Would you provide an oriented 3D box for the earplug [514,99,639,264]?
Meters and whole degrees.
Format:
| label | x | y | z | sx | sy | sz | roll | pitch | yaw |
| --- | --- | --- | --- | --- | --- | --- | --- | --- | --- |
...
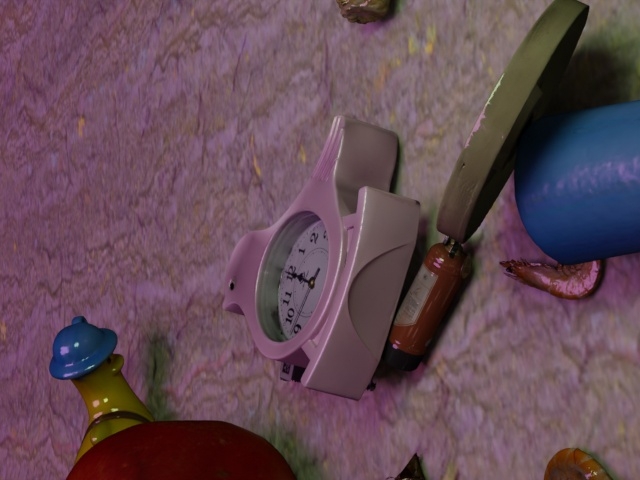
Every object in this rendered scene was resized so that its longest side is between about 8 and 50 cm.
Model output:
| label | x | y | z | sx | sy | sz | roll | pitch | yaw |
| --- | --- | --- | --- | --- | --- | --- | --- | --- | --- |
| earplug | 0.297 | -0.059 | 0.821 | 0.273 | 0.132 | 0.132 | -10 | 79 | 50 |

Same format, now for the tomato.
| label | x | y | z | sx | sy | sz | roll | pitch | yaw |
| --- | --- | --- | --- | --- | --- | --- | --- | --- | --- |
| tomato | -0.166 | 0.377 | 1.282 | 0.325 | 0.293 | 0.289 | -110 | 35 | -47 |

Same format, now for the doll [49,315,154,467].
| label | x | y | z | sx | sy | sz | roll | pitch | yaw |
| --- | --- | --- | --- | --- | --- | --- | --- | --- | --- |
| doll | -0.308 | 0.283 | 1.581 | 0.199 | 0.145 | 0.363 | 71 | 179 | -78 |

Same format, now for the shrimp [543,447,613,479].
| label | x | y | z | sx | sy | sz | roll | pitch | yaw |
| --- | --- | --- | --- | --- | --- | --- | --- | --- | --- |
| shrimp | 0.243 | 0.241 | 0.946 | 0.127 | 0.025 | 0.091 | 29 | 110 | 56 |

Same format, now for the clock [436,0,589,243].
| label | x | y | z | sx | sy | sz | roll | pitch | yaw |
| --- | --- | --- | --- | --- | --- | --- | --- | --- | --- |
| clock | 0.171 | -0.103 | 0.931 | 0.029 | 0.235 | 0.235 | 30 | 116 | 13 |

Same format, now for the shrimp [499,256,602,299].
| label | x | y | z | sx | sy | sz | roll | pitch | yaw |
| --- | --- | --- | --- | --- | --- | --- | --- | --- | --- |
| shrimp | 0.219 | 0.011 | 1.004 | 0.114 | 0.023 | 0.083 | 12 | 93 | 48 |

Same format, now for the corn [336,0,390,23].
| label | x | y | z | sx | sy | sz | roll | pitch | yaw |
| --- | --- | --- | --- | --- | --- | --- | --- | --- | --- |
| corn | 0.046 | -0.396 | 1.231 | 0.086 | 0.086 | 0.288 | -13 | 77 | 53 |

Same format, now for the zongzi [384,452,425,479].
| label | x | y | z | sx | sy | sz | roll | pitch | yaw |
| --- | --- | --- | --- | --- | --- | --- | --- | --- | --- |
| zongzi | 0.093 | 0.267 | 1.142 | 0.083 | 0.067 | 0.073 | -20 | 58 | 32 |

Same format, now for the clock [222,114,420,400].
| label | x | y | z | sx | sy | sz | roll | pitch | yaw |
| --- | --- | --- | --- | --- | --- | --- | --- | --- | --- |
| clock | 0.000 | 0.000 | 1.220 | 0.275 | 0.080 | 0.290 | 25 | 97 | 59 |

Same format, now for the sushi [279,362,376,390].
| label | x | y | z | sx | sy | sz | roll | pitch | yaw |
| --- | --- | --- | --- | --- | --- | --- | --- | --- | --- |
| sushi | 0.024 | 0.105 | 1.253 | 0.201 | 0.031 | 0.139 | -3 | 77 | 56 |

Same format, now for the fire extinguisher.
| label | x | y | z | sx | sy | sz | roll | pitch | yaw |
| --- | --- | --- | --- | --- | --- | --- | --- | --- | --- |
| fire extinguisher | 0.116 | 0.056 | 1.113 | 0.050 | 0.062 | 0.177 | 27 | 116 | 7 |
